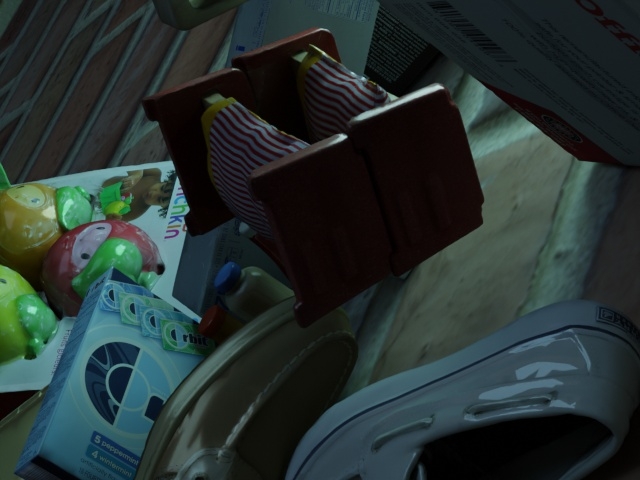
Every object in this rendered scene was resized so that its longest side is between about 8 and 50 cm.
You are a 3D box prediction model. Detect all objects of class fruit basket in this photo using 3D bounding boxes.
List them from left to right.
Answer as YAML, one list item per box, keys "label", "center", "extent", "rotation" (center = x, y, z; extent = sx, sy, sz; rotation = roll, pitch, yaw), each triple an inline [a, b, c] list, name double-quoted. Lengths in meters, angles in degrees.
- label: "fruit basket"
  center: [-0.264, 0.024, 1.684]
  extent: [0.353, 0.165, 0.327]
  rotation: [-11, 38, 18]

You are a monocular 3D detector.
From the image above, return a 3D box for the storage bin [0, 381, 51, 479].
- label: "storage bin"
  center: [-0.248, 0.273, 1.417]
  extent: [0.260, 0.123, 0.262]
  rotation: [-36, 27, 41]

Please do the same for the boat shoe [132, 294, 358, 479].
- label: "boat shoe"
  center: [-0.070, 0.193, 1.185]
  extent: [0.110, 0.121, 0.341]
  rotation: [37, 92, 35]

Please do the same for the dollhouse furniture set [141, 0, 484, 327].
- label: "dollhouse furniture set"
  center: [-0.043, -0.161, 1.144]
  extent: [0.152, 0.374, 0.201]
  rotation: [-27, 27, -16]

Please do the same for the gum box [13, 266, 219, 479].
- label: "gum box"
  center: [-0.131, 0.134, 1.316]
  extent: [0.041, 0.157, 0.184]
  rotation: [-37, 27, 43]

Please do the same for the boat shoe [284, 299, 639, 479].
- label: "boat shoe"
  center: [0.071, 0.129, 0.971]
  extent: [0.267, 0.096, 0.088]
  rotation: [-30, 26, 34]

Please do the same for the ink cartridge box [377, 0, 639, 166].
- label: "ink cartridge box"
  center: [0.175, -0.135, 0.987]
  extent: [0.114, 0.197, 0.273]
  rotation: [-57, 21, -7]

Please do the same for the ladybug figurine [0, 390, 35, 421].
- label: "ladybug figurine"
  center: [-0.447, 0.178, 1.959]
  extent: [0.449, 0.162, 0.305]
  rotation: [-26, 34, 54]

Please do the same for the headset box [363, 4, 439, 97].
- label: "headset box"
  center: [0.101, -0.287, 1.523]
  extent: [0.293, 0.110, 0.218]
  rotation: [-47, 22, 22]

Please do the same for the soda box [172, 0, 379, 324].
- label: "soda box"
  center: [-0.037, -0.075, 1.394]
  extent: [0.098, 0.091, 0.286]
  rotation: [-156, 78, -70]

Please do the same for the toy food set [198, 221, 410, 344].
- label: "toy food set"
  center: [0.000, 0.000, 1.307]
  extent: [0.232, 0.104, 0.111]
  rotation: [-57, 20, -6]
